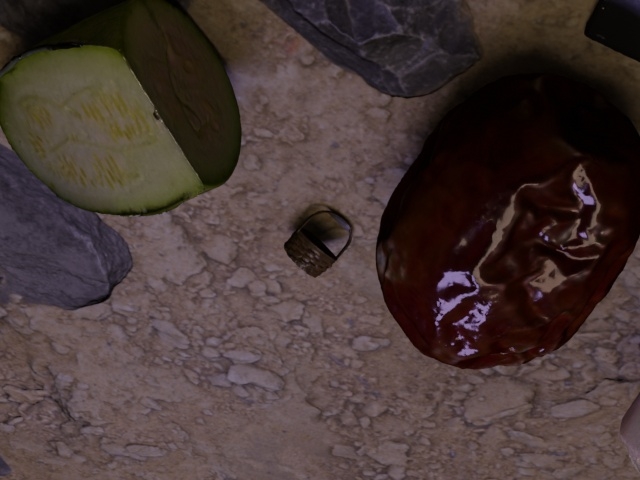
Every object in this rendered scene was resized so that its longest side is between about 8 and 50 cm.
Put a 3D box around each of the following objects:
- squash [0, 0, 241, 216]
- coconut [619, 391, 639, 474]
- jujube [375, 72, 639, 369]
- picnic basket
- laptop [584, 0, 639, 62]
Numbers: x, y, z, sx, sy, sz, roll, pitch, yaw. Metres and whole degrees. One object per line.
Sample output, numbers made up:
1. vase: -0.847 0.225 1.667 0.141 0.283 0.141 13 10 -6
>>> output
1. squash: -0.275 -0.135 1.803 0.309 0.210 0.233 -20 115 25
2. coconut: 0.511 0.253 1.975 0.239 0.239 0.244 20 109 -8
3. jujube: 0.215 -0.012 1.792 0.276 0.276 0.377 23 125 -11
4. picnic basket: 0.000 0.000 1.996 0.072 0.072 0.083 38 100 -25
5. laptop: 0.390 -0.224 1.649 0.197 0.016 0.135 27 139 7
